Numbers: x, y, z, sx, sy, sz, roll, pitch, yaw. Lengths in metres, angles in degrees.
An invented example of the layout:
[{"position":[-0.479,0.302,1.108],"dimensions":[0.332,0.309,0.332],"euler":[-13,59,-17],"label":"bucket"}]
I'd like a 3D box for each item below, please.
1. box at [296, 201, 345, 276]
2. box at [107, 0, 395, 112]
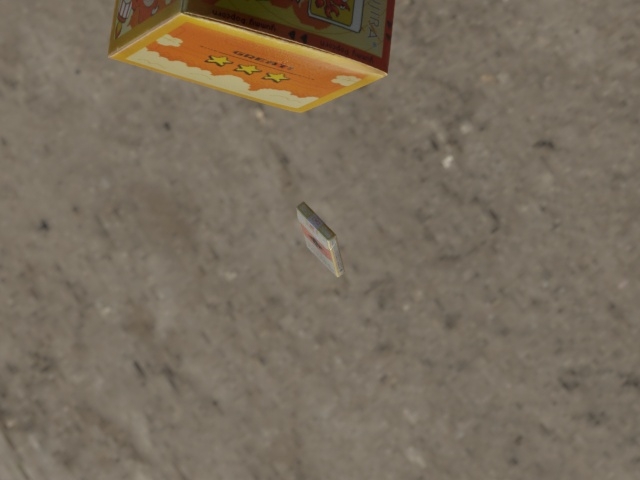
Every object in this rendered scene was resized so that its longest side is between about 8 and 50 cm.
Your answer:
[{"position":[0.000,0.000,1.390],"dimensions":[0.046,0.012,0.083],"euler":[46,169,22],"label":"box"},{"position":[-0.063,-0.321,1.718],"dimensions":[0.214,0.259,0.283],"euler":[-16,65,56],"label":"box"}]
